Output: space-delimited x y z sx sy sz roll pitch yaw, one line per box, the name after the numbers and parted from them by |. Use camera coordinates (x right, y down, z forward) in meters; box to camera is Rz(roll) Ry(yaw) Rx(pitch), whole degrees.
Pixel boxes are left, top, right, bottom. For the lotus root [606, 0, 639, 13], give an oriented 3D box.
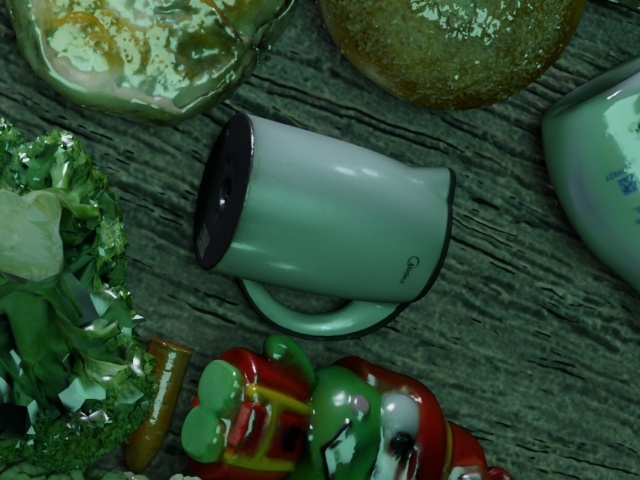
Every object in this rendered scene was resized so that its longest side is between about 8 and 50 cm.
0.289 -0.401 2.052 0.210 0.142 0.314 -30 107 23 | lotus root

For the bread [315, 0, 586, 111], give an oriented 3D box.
0.133 -0.275 1.954 0.306 0.159 0.305 -2 109 -5 | bread

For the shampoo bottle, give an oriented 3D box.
0.386 -0.020 2.071 0.222 0.151 0.349 -32 99 -21 | shampoo bottle

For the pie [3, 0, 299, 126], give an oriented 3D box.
-0.166 -0.278 1.927 0.339 0.077 0.339 -1 92 -19 | pie

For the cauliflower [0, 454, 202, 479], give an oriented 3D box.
-0.220 0.311 1.817 0.327 0.281 0.260 -23 72 3 | cauliflower

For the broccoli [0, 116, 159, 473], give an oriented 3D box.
-0.329 0.050 1.768 0.413 0.321 0.310 31 110 -18 | broccoli

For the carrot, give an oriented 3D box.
-0.166 0.170 1.947 0.048 0.048 0.139 16 88 -18 | carrot

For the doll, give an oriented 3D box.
0.036 0.212 1.954 0.363 0.160 0.182 18 86 -20 | doll

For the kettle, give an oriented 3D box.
0.000 0.000 1.955 0.236 0.161 0.221 13 114 -20 | kettle
